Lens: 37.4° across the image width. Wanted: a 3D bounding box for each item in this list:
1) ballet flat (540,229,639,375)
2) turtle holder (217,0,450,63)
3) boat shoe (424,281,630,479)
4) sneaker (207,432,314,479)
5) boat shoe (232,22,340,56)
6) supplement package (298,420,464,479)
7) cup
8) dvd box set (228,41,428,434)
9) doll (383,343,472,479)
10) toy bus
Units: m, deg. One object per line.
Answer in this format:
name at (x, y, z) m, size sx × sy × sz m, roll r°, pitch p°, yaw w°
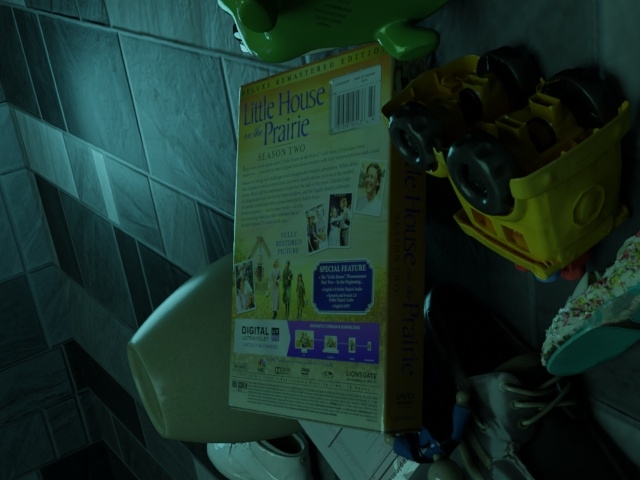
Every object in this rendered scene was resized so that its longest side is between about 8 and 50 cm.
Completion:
ballet flat at (0.282, 0.050, 0.878) m, size 0.241 × 0.091 × 0.077 m, roll 126°, pitch 148°, yaw -54°
turtle holder at (0.026, -0.303, 0.906) m, size 0.320 × 0.244 × 0.227 m, roll 103°, pitch 158°, yaw -65°
boat shoe at (0.206, 0.180, 1.029) m, size 0.355 × 0.132 × 0.130 m, roll 44°, pitch 142°, yaw 36°
sneaker at (-0.114, 0.381, 1.775) m, size 0.293 × 0.108 × 0.169 m, roll 20°, pitch 126°, yaw 42°
boat shoe at (-0.024, -0.278, 1.122) m, size 0.335 × 0.112 × 0.095 m, roll 18°, pitch 130°, yaw 59°
supplement package at (0.069, 0.206, 1.193) m, size 0.244 × 0.134 × 0.139 m, roll 50°, pitch 125°, yaw 30°
cup at (-0.182, 0.205, 1.581) m, size 0.331 × 0.237 × 0.331 m, roll 49°, pitch 150°, yaw 42°
dvd box set at (0.000, 0.000, 1.112) m, size 0.308 × 0.062 × 0.420 m, roll -6°, pitch 81°, yaw 52°
doll at (0.109, 0.188, 1.037) m, size 0.129 × 0.046 × 0.189 m, roll -44°, pitch 53°, yaw 33°
toy bus at (0.184, -0.057, 0.910) m, size 0.220 × 0.149 × 0.211 m, roll 35°, pitch 154°, yaw 48°
